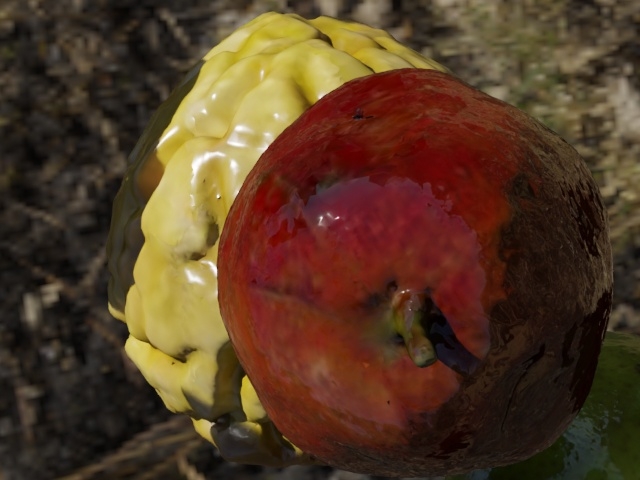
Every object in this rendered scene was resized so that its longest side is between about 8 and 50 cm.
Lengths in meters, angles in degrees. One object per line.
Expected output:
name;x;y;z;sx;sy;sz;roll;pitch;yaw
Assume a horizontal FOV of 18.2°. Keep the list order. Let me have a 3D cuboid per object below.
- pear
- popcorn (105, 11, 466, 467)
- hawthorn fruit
pear;0.206;0.166;1.783;0.288;0.239;0.139;-10;96;40
popcorn;-0.011;-0.006;1.580;0.344;0.390;0.354;-39;55;5
hawthorn fruit;0.052;0.022;1.036;0.224;0.261;0.224;0;92;2
